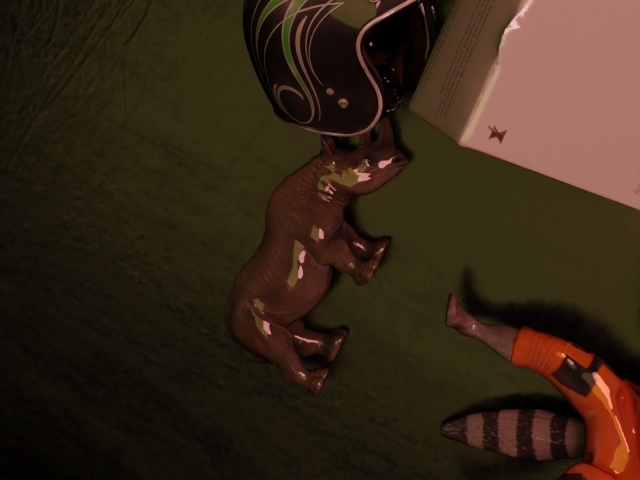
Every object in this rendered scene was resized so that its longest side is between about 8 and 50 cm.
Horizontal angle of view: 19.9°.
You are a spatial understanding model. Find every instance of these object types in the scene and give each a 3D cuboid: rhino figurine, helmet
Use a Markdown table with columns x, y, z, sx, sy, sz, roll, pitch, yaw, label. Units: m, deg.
| x | y | z | sx | sy | sz | roll | pitch | yaw | label |
| --- | --- | --- | --- | --- | --- | --- | --- | --- | --- |
| 0.000 | 0.000 | 1.529 | 0.106 | 0.073 | 0.243 | 24 | 99 | 2 | rhino figurine |
| 0.021 | -0.179 | 1.456 | 0.169 | 0.169 | 0.162 | 1 | 115 | 9 | helmet |

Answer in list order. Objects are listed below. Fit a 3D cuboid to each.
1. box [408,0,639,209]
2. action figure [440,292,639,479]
| x | y | z | sx | sy | sz | roll | pitch | yaw | label |
| --- | --- | --- | --- | --- | --- | --- | --- | --- | --- |
| 0.196 | -0.141 | 1.423 | 0.182 | 0.119 | 0.181 | 19 | 101 | -23 | box |
| 0.265 | 0.108 | 1.489 | 0.330 | 0.178 | 0.341 | 2 | 70 | 2 | action figure |
